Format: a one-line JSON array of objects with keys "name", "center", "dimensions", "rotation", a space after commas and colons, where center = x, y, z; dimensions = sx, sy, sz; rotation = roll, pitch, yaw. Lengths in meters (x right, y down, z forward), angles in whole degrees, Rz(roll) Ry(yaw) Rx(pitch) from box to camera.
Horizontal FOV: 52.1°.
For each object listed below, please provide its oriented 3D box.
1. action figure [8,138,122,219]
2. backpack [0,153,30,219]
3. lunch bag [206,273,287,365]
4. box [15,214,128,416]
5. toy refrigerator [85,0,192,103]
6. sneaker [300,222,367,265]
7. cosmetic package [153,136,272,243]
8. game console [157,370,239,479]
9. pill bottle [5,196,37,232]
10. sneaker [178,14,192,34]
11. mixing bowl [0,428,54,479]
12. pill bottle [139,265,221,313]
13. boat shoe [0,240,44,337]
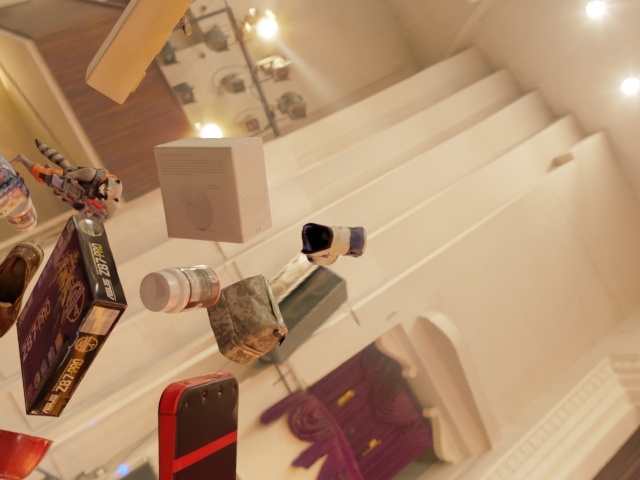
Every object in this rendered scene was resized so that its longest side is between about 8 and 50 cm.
[{"name": "action figure", "center": [-0.758, -0.197, 1.978], "dimensions": [0.330, 0.178, 0.341], "rotation": [17, -14, 4]}, {"name": "backpack", "center": [-0.899, -0.155, 1.782], "dimensions": [0.117, 0.158, 0.173], "rotation": [42, -22, 16]}, {"name": "lunch bag", "center": [-0.279, 0.309, 2.593], "dimensions": [0.212, 0.256, 0.305], "rotation": [37, 23, -46]}, {"name": "box", "center": [-0.625, 0.185, 1.615], "dimensions": [0.395, 0.097, 0.318], "rotation": [-53, -138, 23]}, {"name": "toy refrigerator", "center": [-0.369, -0.421, 1.343], "dimensions": [0.094, 0.269, 0.102], "rotation": [31, 18, -30]}, {"name": "sneaker", "center": [0.001, 0.000, 2.146], "dimensions": [0.315, 0.182, 0.127], "rotation": [-17, -114, 62]}, {"name": "cosmetic package", "center": [-0.251, -0.125, 1.547], "dimensions": [0.224, 0.138, 0.225], "rotation": [5, -68, 27]}, {"name": "game console", "center": [-0.308, 0.524, 1.685], "dimensions": [0.060, 0.386, 0.342], "rotation": [1, -95, 16]}, {"name": "pill bottle", "center": [-1.096, -0.101, 2.388], "dimensions": [0.108, 0.108, 0.180], "rotation": [53, -23, 12]}, {"name": "sneaker", "center": [-0.442, -0.691, 2.122], "dimensions": [0.032, 0.037, 0.083], "rotation": [36, 34, -53]}, {"name": "mixing bowl", "center": [-0.697, 0.477, 1.450], "dimensions": [0.181, 0.098, 0.181], "rotation": [8, -22, 3]}, {"name": "pill bottle", "center": [-0.493, 0.173, 2.311], "dimensions": [0.161, 0.283, 0.161], "rotation": [0, -90, 26]}, {"name": "boat shoe", "center": [-0.702, 0.121, 1.440], "dimensions": [0.095, 0.257, 0.095], "rotation": [25, 11, -15]}]
